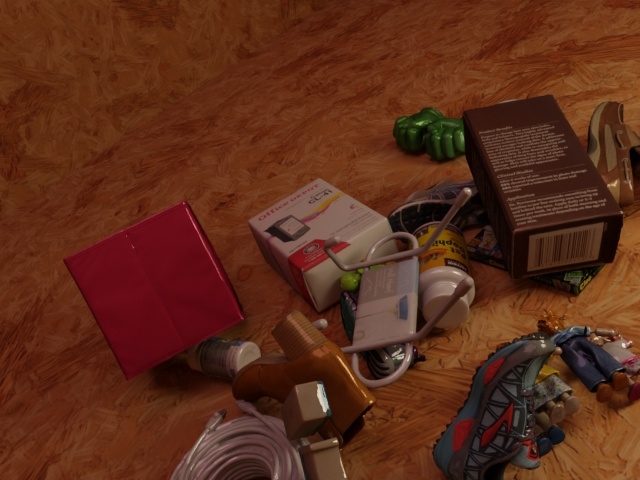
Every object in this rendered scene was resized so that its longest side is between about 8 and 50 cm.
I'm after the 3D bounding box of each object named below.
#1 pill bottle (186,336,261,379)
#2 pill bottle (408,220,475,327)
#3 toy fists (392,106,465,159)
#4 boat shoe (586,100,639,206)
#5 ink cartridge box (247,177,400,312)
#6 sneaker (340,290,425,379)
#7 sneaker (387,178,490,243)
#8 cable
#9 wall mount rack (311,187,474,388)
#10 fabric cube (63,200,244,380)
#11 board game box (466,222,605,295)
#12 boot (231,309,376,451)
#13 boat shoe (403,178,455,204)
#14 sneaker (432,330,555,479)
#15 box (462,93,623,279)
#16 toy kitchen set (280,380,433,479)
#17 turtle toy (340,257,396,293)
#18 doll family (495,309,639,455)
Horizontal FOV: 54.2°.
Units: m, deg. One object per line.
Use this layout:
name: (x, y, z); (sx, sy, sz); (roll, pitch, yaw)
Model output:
pill bottle: (-0.194, 0.234, 1.246); (0.137, 0.078, 0.078); (1, 39, 31)
pill bottle: (0.231, 0.065, 1.201); (0.117, 0.117, 0.215); (-13, 34, 14)
toy fists: (0.311, -0.293, 1.700); (0.142, 0.096, 0.279); (-37, 36, -20)
boat shoe: (0.628, -0.175, 1.330); (0.119, 0.123, 0.324); (5, 49, 28)
ink cartridge box: (0.000, 0.000, 1.425); (0.226, 0.131, 0.306); (-32, 35, -15)
sneaker: (0.110, 0.170, 1.179); (0.098, 0.083, 0.224); (-11, 36, -16)
sneaker: (0.280, -0.068, 1.401); (0.282, 0.110, 0.122); (-14, 24, -2)
cable: (-0.121, 0.391, 0.964); (0.257, 0.089, 0.257); (12, 46, 40)
wall mount rack: (0.135, 0.065, 1.070); (0.304, 0.130, 0.350); (-18, 40, 27)
fabric cube: (-0.328, 0.093, 1.289); (0.259, 0.258, 0.254); (-27, 5, -8)
board game box: (0.425, 0.020, 1.236); (0.136, 0.030, 0.259); (-37, 35, -26)
boot: (-0.035, 0.271, 1.055); (0.104, 0.295, 0.211); (-23, 66, -41)
boat shoe: (0.261, -0.104, 1.504); (0.137, 0.049, 0.043); (-29, -9, -6)
sneaker: (0.263, 0.246, 0.850); (0.104, 0.262, 0.125); (2, 30, -39)
box: (0.412, -0.116, 1.219); (0.191, 0.143, 0.381); (-10, 46, 6)
toy kitchen set: (0.053, 0.309, 0.900); (0.166, 0.122, 0.207); (-7, 63, -19)
turtle toy: (0.107, 0.085, 1.281); (0.130, 0.066, 0.095); (8, 33, -5)
doll family: (0.363, 0.184, 0.946); (0.262, 0.118, 0.163); (-26, 32, -6)
